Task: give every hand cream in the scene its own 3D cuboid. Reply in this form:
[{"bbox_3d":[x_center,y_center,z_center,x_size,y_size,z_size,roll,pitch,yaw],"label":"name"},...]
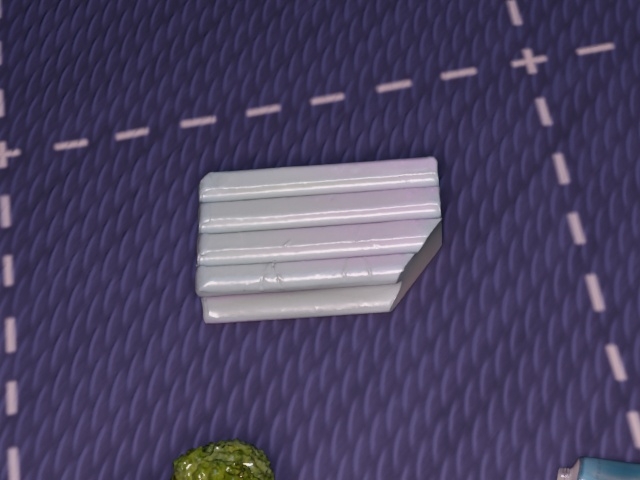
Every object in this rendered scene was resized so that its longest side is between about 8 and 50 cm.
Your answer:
[{"bbox_3d":[0.359,0.271,1.470,0.224,0.048,0.083,11,56,8],"label":"hand cream"}]

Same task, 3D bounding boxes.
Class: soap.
[{"bbox_3d":[0.000,0.000,1.656,0.289,0.095,0.173,-4,55,3],"label":"soap"}]

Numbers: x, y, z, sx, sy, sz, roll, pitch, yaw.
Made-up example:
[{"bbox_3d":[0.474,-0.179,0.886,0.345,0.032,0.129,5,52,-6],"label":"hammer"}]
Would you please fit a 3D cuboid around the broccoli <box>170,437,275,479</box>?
[{"bbox_3d":[-0.155,0.356,1.400,0.302,0.186,0.254,-24,97,-9],"label":"broccoli"}]
